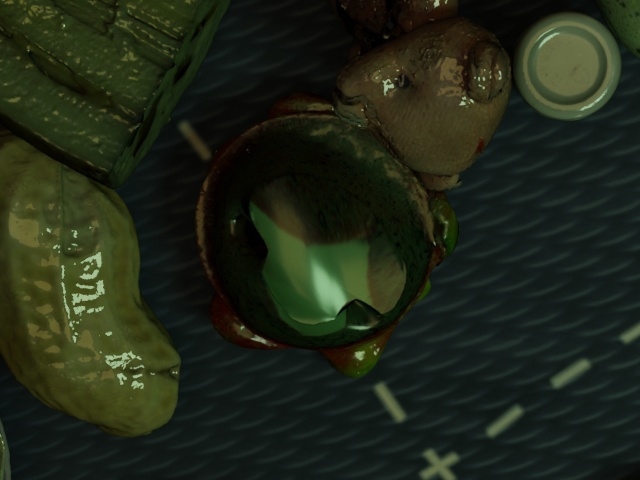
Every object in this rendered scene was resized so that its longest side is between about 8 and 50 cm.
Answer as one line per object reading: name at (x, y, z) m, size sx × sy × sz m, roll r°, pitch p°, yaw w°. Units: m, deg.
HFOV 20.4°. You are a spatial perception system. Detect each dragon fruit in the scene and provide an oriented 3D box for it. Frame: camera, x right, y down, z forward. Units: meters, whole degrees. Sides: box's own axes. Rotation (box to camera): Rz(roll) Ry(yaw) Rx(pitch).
dragon fruit at (0.000, 0.000, 1.788) m, size 0.268 × 0.130 × 0.295 m, roll -22°, pitch 93°, yaw 2°

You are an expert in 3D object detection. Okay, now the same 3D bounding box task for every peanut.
peanut at (-0.263, 0.046, 1.805) m, size 0.174 × 0.158 × 0.340 m, roll -18°, pitch 100°, yaw -22°

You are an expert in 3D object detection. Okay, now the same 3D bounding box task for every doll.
doll at (0.055, -0.193, 1.699) m, size 0.156 × 0.201 × 0.303 m, roll -20°, pitch 60°, yaw -29°

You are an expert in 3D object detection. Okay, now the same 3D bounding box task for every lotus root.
lotus root at (-0.254, -0.212, 1.757) m, size 0.260 × 0.149 × 0.267 m, roll 26°, pitch 76°, yaw 5°

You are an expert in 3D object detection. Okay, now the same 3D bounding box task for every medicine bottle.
medicine bottle at (0.236, -0.169, 1.718) m, size 0.105 × 0.168 × 0.105 m, roll 1°, pitch 96°, yaw 5°

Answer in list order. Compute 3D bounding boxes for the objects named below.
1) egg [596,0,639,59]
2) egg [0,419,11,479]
egg at (0.336, -0.245, 1.716) m, size 0.141 × 0.141 × 0.182 m, roll -21°, pitch 111°, yaw 8°
egg at (-0.407, 0.274, 1.841) m, size 0.206 × 0.162 × 0.271 m, roll -1°, pitch 60°, yaw 37°
